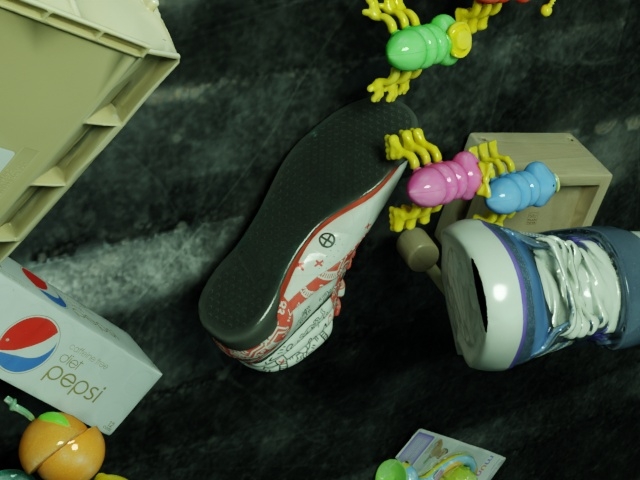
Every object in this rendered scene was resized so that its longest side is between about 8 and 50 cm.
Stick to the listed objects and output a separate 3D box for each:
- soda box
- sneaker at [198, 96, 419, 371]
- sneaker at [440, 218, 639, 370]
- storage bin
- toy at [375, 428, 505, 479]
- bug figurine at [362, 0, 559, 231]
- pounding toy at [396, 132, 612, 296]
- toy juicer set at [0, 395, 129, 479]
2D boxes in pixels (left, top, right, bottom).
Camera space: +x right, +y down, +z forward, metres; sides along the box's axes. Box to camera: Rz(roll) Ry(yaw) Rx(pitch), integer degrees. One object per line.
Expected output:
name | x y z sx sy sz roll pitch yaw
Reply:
soda box | -0.227 0.078 1.009 0.074 0.069 0.216 -48 140 -1
sneaker | -0.001 0.000 1.140 0.270 0.090 0.145 -53 158 -11
sneaker | 0.231 0.034 1.083 0.236 0.130 0.323 -10 173 2
storage bin | -0.264 -0.096 0.737 0.260 0.123 0.262 15 130 -47
toy | 0.150 0.315 1.534 0.137 0.056 0.237 -53 139 7
bug figurine | 0.135 -0.122 1.081 0.216 0.072 0.279 -23 113 -39
pounding toy | 0.160 -0.015 1.264 0.206 0.094 0.181 -2 127 -27
toy juicer set | -0.252 0.256 1.087 0.209 0.089 0.329 -7 127 -8
